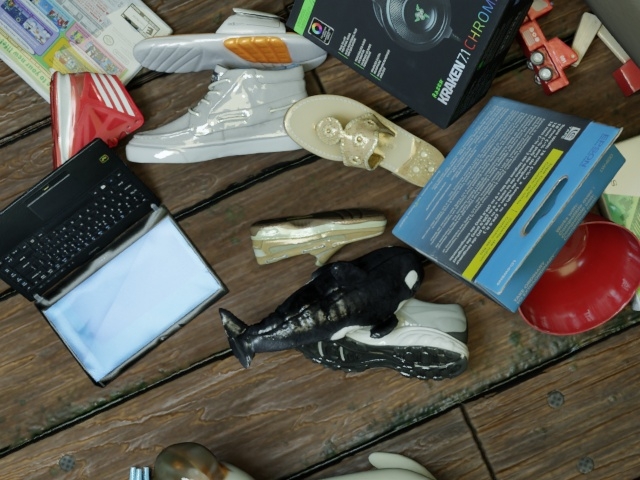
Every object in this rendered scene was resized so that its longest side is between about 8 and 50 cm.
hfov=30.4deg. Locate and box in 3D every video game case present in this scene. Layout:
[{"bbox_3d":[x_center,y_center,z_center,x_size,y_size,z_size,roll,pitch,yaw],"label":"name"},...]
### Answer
[{"bbox_3d":[-0.347,-0.293,1.652,0.212,0.023,0.193,43,90,0],"label":"video game case"}]

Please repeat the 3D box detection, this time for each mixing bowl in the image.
[{"bbox_3d":[0.331,0.027,1.583,0.181,0.098,0.181,-7,124,-11],"label":"mixing bowl"}]

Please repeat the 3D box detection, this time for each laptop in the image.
[{"bbox_3d":[-0.300,0.036,1.590,0.234,0.264,0.136,-38,52,0],"label":"laptop"}]

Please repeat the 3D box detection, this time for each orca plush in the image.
[{"bbox_3d":[0.007,0.057,1.539,0.287,0.151,0.102,-12,132,-9],"label":"orca plush"}]

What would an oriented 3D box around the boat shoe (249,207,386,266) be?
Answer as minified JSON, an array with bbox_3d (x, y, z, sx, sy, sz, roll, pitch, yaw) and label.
[{"bbox_3d":[0.000,0.000,1.628,0.190,0.068,0.072,-6,102,11],"label":"boat shoe"}]

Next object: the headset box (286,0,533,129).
[{"bbox_3d":[0.118,-0.330,1.508,0.283,0.131,0.246,36,132,13],"label":"headset box"}]

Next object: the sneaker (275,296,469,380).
[{"bbox_3d":[0.071,0.118,1.615,0.271,0.100,0.108,8,53,9],"label":"sneaker"}]

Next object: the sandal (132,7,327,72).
[{"bbox_3d":[-0.122,-0.280,1.607,0.265,0.102,0.076,0,71,-4],"label":"sandal"}]

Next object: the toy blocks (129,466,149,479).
[{"bbox_3d":[-0.217,0.389,1.627,0.123,0.054,0.148,1,89,2],"label":"toy blocks"}]

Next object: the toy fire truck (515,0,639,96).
[{"bbox_3d":[0.350,-0.269,1.626,0.135,0.047,0.192,-27,88,0],"label":"toy fire truck"}]

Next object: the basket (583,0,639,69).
[{"bbox_3d":[0.453,-0.311,1.547,0.204,0.154,0.227,-33,79,36],"label":"basket"}]

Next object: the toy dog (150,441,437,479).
[{"bbox_3d":[-0.038,0.384,1.470,0.407,0.285,0.395,9,47,2],"label":"toy dog"}]

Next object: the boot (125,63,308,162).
[{"bbox_3d":[-0.141,-0.178,1.602,0.258,0.095,0.123,-8,106,-7],"label":"boot"}]

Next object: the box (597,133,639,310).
[{"bbox_3d":[0.547,-0.061,1.615,0.322,0.058,0.232,-19,89,2],"label":"box"}]

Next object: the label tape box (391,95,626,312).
[{"bbox_3d":[0.253,-0.042,1.479,0.106,0.333,0.241,36,90,-22],"label":"label tape box"}]

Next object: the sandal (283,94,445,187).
[{"bbox_3d":[0.073,-0.132,1.576,0.240,0.079,0.088,21,91,-19],"label":"sandal"}]

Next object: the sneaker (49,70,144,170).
[{"bbox_3d":[-0.301,-0.122,1.616,0.128,0.087,0.221,-5,112,-16],"label":"sneaker"}]
